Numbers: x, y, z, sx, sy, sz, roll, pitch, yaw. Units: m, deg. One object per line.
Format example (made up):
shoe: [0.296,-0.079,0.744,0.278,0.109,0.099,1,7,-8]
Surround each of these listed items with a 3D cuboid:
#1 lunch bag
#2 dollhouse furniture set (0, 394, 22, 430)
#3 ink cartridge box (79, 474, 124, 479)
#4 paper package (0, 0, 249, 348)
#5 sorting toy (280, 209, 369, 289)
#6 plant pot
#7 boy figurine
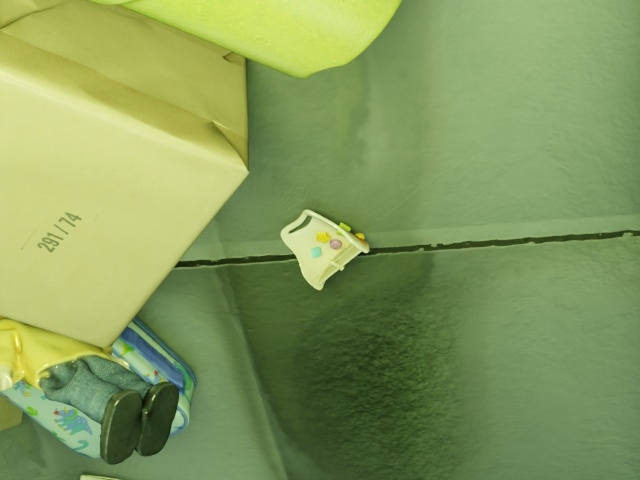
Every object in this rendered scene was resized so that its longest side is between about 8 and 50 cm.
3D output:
lunch bag: [-0.258,0.154,1.816,0.176,0.090,0.219,-24,129,27]
dollhouse furniture set: [-0.447,0.156,1.881,0.151,0.123,0.144,-18,145,-29]
ink cartridge box: [-0.297,0.434,2.066,0.092,0.158,0.218,10,136,-8]
paper package: [-0.264,-0.079,1.497,0.309,0.168,0.325,20,136,-24]
sorting toy: [0.000,0.000,1.671,0.075,0.045,0.083,36,129,-19]
plant pot: [-0.067,-0.263,1.263,0.276,0.276,0.254,-32,137,33]
boy figurine: [-0.288,0.131,1.633,0.285,0.177,0.092,23,107,30]
